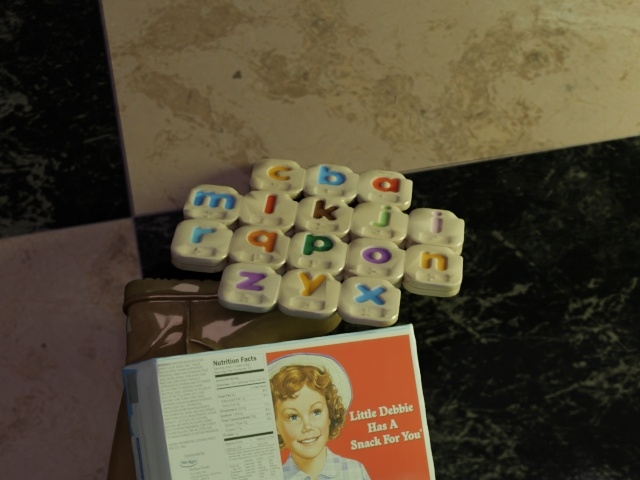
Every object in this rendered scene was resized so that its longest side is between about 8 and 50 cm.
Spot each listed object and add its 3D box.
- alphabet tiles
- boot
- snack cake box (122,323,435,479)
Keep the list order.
[{"bbox_3d":[0.000,0.000,1.534,0.284,0.021,0.278,6,33,2],"label":"alphabet tiles"},{"bbox_3d":[-0.087,0.173,1.486,0.236,0.089,0.270,-2,66,1],"label":"boot"},{"bbox_3d":[-0.036,0.168,1.407,0.264,0.089,0.152,-5,82,-28],"label":"snack cake box"}]
